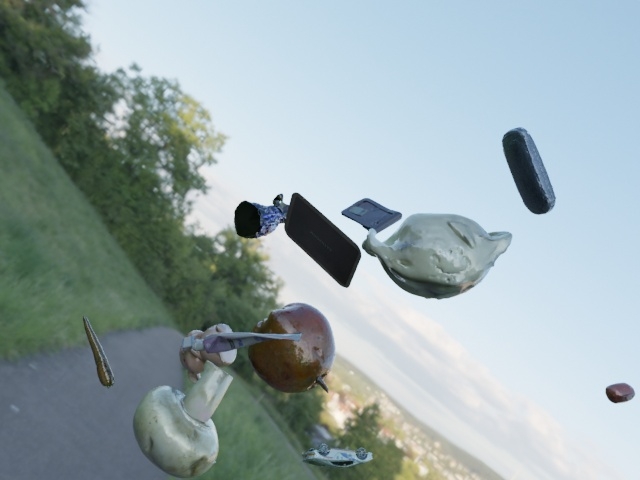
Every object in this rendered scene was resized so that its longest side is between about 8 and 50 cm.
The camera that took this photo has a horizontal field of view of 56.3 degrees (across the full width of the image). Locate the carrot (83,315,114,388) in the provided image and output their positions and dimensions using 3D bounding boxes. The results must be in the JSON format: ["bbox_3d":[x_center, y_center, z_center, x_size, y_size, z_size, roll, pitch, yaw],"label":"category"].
[{"bbox_3d":[-0.740,0.369,1.980,0.049,0.049,0.255,179,-108,-78],"label":"carrot"}]

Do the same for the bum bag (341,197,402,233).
[{"bbox_3d":[0.141,-0.070,1.674,0.159,0.109,0.026,33,-36,47],"label":"bum bag"}]

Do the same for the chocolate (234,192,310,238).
[{"bbox_3d":[-0.116,-0.080,1.942,0.126,0.149,0.343,4,8,42],"label":"chocolate"}]

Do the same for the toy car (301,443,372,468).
[{"bbox_3d":[0.048,0.602,1.655,0.204,0.056,0.095,14,-32,-20],"label":"toy car"}]

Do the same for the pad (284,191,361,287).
[{"bbox_3d":[0.000,0.000,1.617,0.266,0.002,0.176,42,-39,21],"label":"pad"}]

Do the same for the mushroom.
[{"bbox_3d":[-0.452,0.573,1.909,0.314,0.356,0.315,-1,-32,-1],"label":"mushroom"}]

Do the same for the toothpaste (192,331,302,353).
[{"bbox_3d":[-0.200,0.274,1.635,0.300,0.048,0.075,-6,-21,3],"label":"toothpaste"}]

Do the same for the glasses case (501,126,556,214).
[{"bbox_3d":[0.643,-0.213,1.851,0.109,0.067,0.283,-20,-90,67],"label":"glasses case"}]

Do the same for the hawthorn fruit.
[{"bbox_3d":[-0.069,0.350,1.841,0.298,0.277,0.277,53,-4,15],"label":"hawthorn fruit"}]

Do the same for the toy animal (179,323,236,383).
[{"bbox_3d":[-0.461,0.445,2.399,0.256,0.195,0.213,-12,-32,22],"label":"toy animal"}]

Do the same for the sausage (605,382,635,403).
[{"bbox_3d":[0.904,0.461,1.800,0.094,0.059,0.054,-2,16,-21],"label":"sausage"}]

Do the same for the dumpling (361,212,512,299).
[{"bbox_3d":[0.247,0.033,1.324,0.317,0.187,0.243,-1,-1,-8],"label":"dumpling"}]
